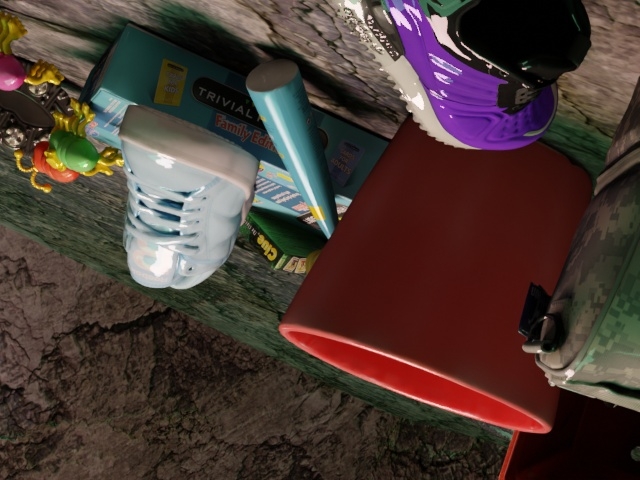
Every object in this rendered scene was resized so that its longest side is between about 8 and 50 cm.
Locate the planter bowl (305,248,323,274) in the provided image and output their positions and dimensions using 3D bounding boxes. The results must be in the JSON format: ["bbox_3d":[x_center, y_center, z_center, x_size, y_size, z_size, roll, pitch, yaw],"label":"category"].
[{"bbox_3d":[0.097,0.046,1.871,0.217,0.090,0.217,29,-158,-13],"label":"planter bowl"}]

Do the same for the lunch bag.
[{"bbox_3d":[0.321,0.028,1.167,0.305,0.256,0.212,23,170,-5],"label":"lunch bag"}]

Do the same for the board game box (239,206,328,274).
[{"bbox_3d":[0.000,0.000,2.003,0.260,0.030,0.136,10,-149,-48],"label":"board game box"}]

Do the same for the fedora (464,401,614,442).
[{"bbox_3d":[0.323,0.236,2.564,0.334,0.152,0.334,20,170,4],"label":"fedora"}]

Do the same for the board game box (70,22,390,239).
[{"bbox_3d":[-0.090,-0.109,1.799,0.336,0.079,0.254,23,170,-13],"label":"board game box"}]

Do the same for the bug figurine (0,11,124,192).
[{"bbox_3d":[-0.318,-0.148,1.766,0.279,0.072,0.216,53,163,-26],"label":"bug figurine"}]

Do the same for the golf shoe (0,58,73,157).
[{"bbox_3d":[-0.408,-0.189,2.043,0.273,0.105,0.120,28,-175,-3],"label":"golf shoe"}]

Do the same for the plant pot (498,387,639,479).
[{"bbox_3d":[0.407,0.226,2.103,0.267,0.267,0.236,18,-178,16],"label":"plant pot"}]

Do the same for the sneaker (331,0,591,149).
[{"bbox_3d":[0.128,-0.132,1.162,0.146,0.102,0.293,14,167,34],"label":"sneaker"}]

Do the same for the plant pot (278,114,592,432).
[{"bbox_3d":[0.130,0.025,1.584,0.275,0.243,0.275,20,169,4],"label":"plant pot"}]

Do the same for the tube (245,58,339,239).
[{"bbox_3d":[-0.015,-0.080,1.617,0.052,0.080,0.207,-16,127,9],"label":"tube"}]

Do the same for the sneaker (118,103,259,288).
[{"bbox_3d":[-0.142,-0.024,1.693,0.135,0.150,0.366,18,169,10],"label":"sneaker"}]
